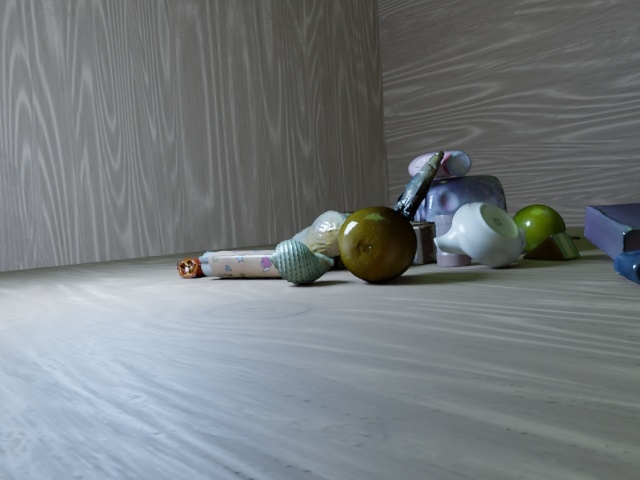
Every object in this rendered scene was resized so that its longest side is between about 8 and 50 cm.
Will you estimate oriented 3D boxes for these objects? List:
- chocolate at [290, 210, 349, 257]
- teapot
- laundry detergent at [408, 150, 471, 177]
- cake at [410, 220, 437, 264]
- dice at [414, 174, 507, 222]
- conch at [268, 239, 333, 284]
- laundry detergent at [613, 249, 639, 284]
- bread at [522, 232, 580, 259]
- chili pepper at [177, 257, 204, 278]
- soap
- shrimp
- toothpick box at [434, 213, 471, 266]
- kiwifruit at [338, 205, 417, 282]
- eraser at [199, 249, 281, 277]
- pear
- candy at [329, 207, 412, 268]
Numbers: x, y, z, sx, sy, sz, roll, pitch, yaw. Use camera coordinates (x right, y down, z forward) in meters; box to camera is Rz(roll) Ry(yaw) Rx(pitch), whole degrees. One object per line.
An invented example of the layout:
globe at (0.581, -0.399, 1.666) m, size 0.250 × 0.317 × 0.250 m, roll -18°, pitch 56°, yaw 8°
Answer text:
chocolate at (0.000, 0.000, 1.870) m, size 0.134 × 0.134 × 0.309 m, roll -6°, pitch -15°, yaw -36°
teapot at (0.459, -0.007, 1.691) m, size 0.297 × 0.204 × 0.139 m, roll 13°, pitch -49°, yaw -25°
laundry detergent at (0.412, -0.258, 2.103) m, size 0.158 × 0.088 × 0.335 m, roll -23°, pitch 9°, yaw -7°
cake at (0.306, 0.011, 1.945) m, size 0.147 × 0.135 × 0.135 m, roll -19°, pitch 14°, yaw -36°
dice at (0.479, -0.085, 2.141) m, size 0.271 × 0.271 × 0.270 m, roll -4°, pitch 3°, yaw -1°
conch at (-0.054, 0.063, 1.564) m, size 0.153 × 0.102 × 0.135 m, roll 29°, pitch -10°, yaw -1°
laundry detergent at (0.643, 0.053, 1.228) m, size 0.096 × 0.061 × 0.206 m, roll -12°, pitch 0°, yaw 12°
bread at (0.670, 0.048, 1.798) m, size 0.074 × 0.084 × 0.139 m, roll -6°, pitch -28°, yaw -30°
chili pepper at (-0.373, 0.086, 2.001) m, size 0.088 × 0.065 × 0.168 m, roll -1°, pitch 0°, yaw 34°
soap at (0.886, -0.029, 1.617) m, size 0.295 × 0.107 × 0.285 m, roll -4°, pitch 14°, yaw 7°
shrimp at (0.299, -0.161, 1.958) m, size 0.075 × 0.290 × 0.178 m, roll 27°, pitch -6°, yaw 3°
toothpick box at (0.384, -0.002, 1.791) m, size 0.098 × 0.149 × 0.098 m, roll -4°, pitch 3°, yaw 0°
kiwifruit at (0.146, 0.008, 1.531) m, size 0.195 × 0.196 × 0.234 m, roll -3°, pitch -2°, yaw 21°
eraser at (-0.195, 0.067, 1.822) m, size 0.290 × 0.087 × 0.171 m, roll -3°, pitch -3°, yaw 30°
pear at (0.737, -0.029, 2.021) m, size 0.216 × 0.166 × 0.180 m, roll 21°, pitch -1°, yaw 21°
candy at (0.158, -0.011, 2.028) m, size 0.320 × 0.180 × 0.135 m, roll -6°, pitch 5°, yaw -36°
